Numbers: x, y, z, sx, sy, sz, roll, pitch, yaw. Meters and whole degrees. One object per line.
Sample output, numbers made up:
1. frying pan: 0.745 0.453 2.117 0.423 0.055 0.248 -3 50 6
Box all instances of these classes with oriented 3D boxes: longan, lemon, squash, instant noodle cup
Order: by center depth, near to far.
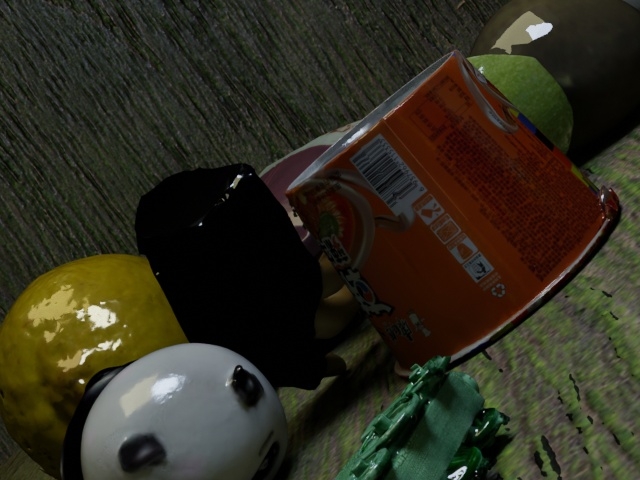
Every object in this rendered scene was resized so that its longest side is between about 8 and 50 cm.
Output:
1. instant noodle cup: 0.103 -0.031 1.115 0.250 0.192 0.250 -39 6 5
2. squash: 0.118 -0.067 1.329 0.260 0.189 0.189 -43 6 -11
3. longan: 0.254 -0.184 1.381 0.212 0.198 0.198 -36 7 32
4. lemon: -0.246 0.154 1.519 0.297 0.297 0.297 -39 6 5

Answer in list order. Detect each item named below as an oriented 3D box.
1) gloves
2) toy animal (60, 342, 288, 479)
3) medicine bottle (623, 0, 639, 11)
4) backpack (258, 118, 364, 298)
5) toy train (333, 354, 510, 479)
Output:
1. gloves: -0.060 0.049 1.217 0.197 0.301 0.152 -5 65 38
2. toy animal: -0.130 0.180 1.135 0.187 0.165 0.235 -37 6 -25
3. medicine bottle: 0.417 -0.318 1.489 0.157 0.157 0.289 -42 7 -22
4. backpack: 0.000 0.000 1.547 0.283 0.197 0.317 -34 13 36
5. toy train: 0.046 0.143 0.784 0.104 0.071 0.178 -45 0 34
